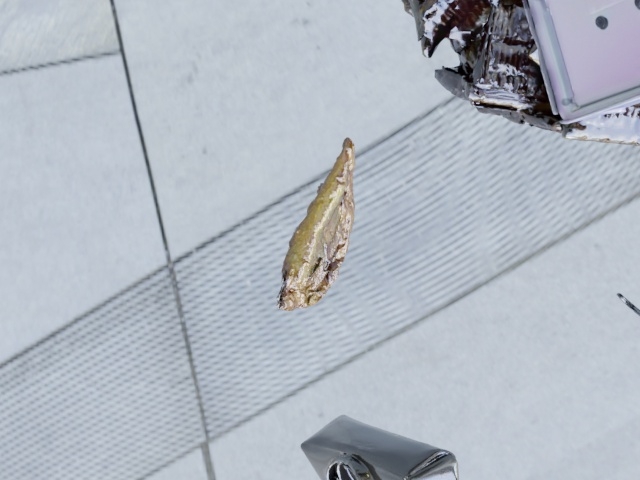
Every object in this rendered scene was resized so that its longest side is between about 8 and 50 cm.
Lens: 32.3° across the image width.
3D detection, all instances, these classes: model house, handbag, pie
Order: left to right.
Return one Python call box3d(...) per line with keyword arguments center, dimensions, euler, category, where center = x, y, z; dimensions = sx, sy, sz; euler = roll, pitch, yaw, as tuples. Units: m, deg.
box3d(center=(0.001, 0.000, 1.082), dimensions=(0.033, 0.191, 0.088), euler=(8, 152, 31), category="pie")
box3d(center=(0.108, 0.385, 1.555), dimensions=(0.113, 0.285, 0.257), euler=(-32, 107, -26), category="handbag")
box3d(center=(0.292, -0.244, 1.305), dimensions=(0.317, 0.283, 0.297), euler=(6, 149, -22), category="model house")

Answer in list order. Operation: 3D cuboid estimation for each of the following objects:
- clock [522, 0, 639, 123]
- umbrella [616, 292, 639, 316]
box3d(center=(0.277, -0.192, 0.948), dimensions=(0.073, 0.193, 0.145), euler=(-15, 89, -37), category="clock")
box3d(center=(0.351, 0.101, 1.071), dimensions=(0.044, 0.269, 0.044), euler=(41, 97, -16), category="umbrella")
